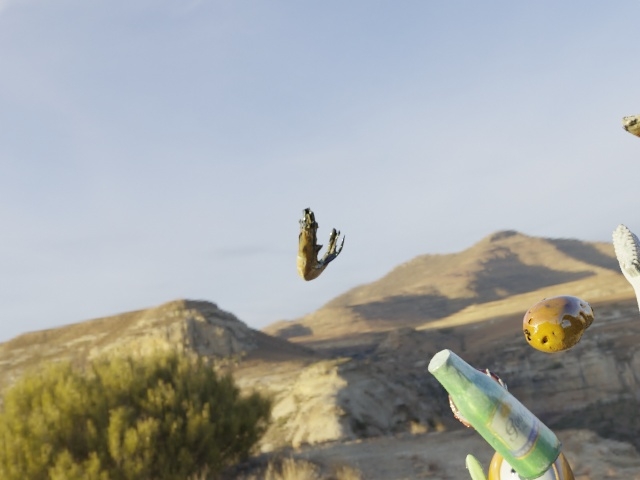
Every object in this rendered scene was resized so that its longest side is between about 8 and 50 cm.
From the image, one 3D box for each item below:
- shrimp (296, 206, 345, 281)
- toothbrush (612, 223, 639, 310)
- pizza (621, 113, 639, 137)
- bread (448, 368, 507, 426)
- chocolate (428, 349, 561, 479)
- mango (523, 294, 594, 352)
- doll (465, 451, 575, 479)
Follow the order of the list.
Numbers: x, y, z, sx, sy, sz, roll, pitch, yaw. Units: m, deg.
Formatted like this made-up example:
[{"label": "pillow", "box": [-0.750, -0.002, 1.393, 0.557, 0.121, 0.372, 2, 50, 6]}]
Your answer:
[{"label": "shrimp", "box": [0.000, 0.000, 1.743, 0.046, 0.219, 0.152, 28, 46, 35]}, {"label": "toothbrush", "box": [0.280, 0.111, 0.581, 0.025, 0.307, 0.029, -23, -44, 30]}, {"label": "pizza", "box": [0.749, -0.260, 1.559, 0.195, 0.052, 0.185, 0, -28, -7]}, {"label": "bread", "box": [0.420, 0.418, 1.878, 0.160, 0.160, 0.073, -13, -25, 15]}, {"label": "chocolate", "box": [0.314, 0.311, 1.311, 0.110, 0.291, 0.110, -43, 13, 12]}, {"label": "mango", "box": [0.656, 0.222, 1.941, 0.249, 0.156, 0.151, -8, -42, -40]}, {"label": "doll", "box": [0.452, 0.554, 1.606, 0.236, 0.213, 0.213, -25, -16, 24]}]
